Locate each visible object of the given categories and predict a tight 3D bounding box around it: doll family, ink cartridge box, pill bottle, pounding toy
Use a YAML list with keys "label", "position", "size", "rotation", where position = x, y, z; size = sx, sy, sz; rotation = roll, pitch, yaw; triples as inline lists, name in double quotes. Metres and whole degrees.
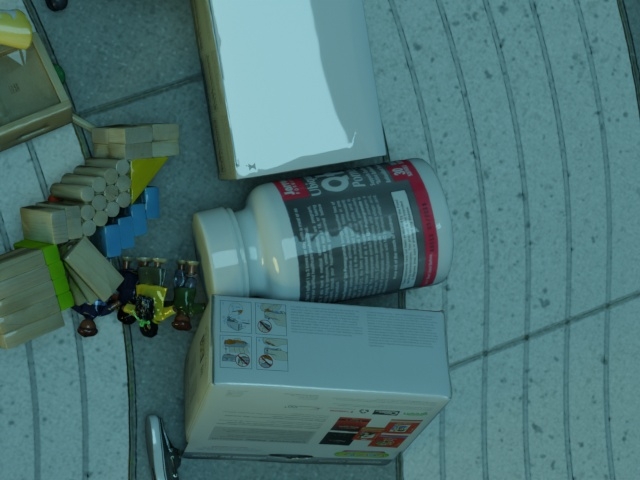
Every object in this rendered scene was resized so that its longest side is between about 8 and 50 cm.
- label: "doll family"
  position: [-0.245, 0.077, 1.778]
  size: [0.193, 0.076, 0.111]
  rotation: [3, 87, 29]
- label: "ink cartridge box"
  position: [-0.018, 0.194, 1.797]
  size: [0.310, 0.272, 0.130]
  rotation: [5, 60, -14]
- label: "pill bottle"
  position: [0.000, 0.000, 1.793]
  size: [0.319, 0.176, 0.176]
  rotation: [-10, 95, -13]
- label: "pounding toy"
  position: [-0.374, -0.182, 1.749]
  size: [0.141, 0.100, 0.130]
  rotation: [-24, 83, -14]

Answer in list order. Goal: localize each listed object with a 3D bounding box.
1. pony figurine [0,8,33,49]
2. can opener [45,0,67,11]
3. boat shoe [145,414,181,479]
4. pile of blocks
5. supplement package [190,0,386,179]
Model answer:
- label: "pony figurine"
  position: [-0.574, -0.292, 1.589]
  size: [0.364, 0.302, 0.351]
  rotation: [-11, 52, -39]
- label: "can opener"
  position: [-0.357, -0.388, 1.752]
  size: [0.073, 0.059, 0.186]
  rotation: [-12, 95, -13]
- label: "boat shoe"
  position: [-0.207, 0.299, 1.825]
  size: [0.040, 0.049, 0.142]
  rotation: [-11, 101, -19]
- label: "pile of blocks"
  position: [-0.314, -0.014, 1.744]
  size: [0.362, 0.113, 0.149]
  rotation: [-49, 122, -23]
- label: "supplement package"
  position: [-0.045, -0.222, 1.790]
  size: [0.204, 0.145, 0.261]
  rotation: [-10, 95, -13]
